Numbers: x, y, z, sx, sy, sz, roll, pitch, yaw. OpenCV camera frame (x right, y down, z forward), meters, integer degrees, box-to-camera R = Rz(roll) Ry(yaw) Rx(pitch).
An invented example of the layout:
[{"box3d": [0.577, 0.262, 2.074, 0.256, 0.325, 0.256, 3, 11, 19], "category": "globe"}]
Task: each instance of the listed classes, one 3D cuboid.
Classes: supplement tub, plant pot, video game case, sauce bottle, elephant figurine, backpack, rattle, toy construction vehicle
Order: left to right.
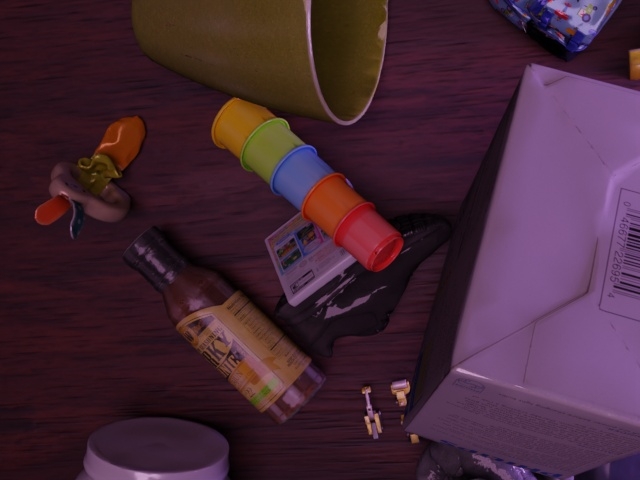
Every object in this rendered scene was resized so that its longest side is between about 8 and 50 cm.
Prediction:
[{"box3d": [-0.314, -0.093, 1.143, 0.142, 0.199, 0.130, -35, 91, 11], "category": "rattle"}, {"box3d": [-0.251, 0.453, 1.185, 0.241, 0.241, 0.331, 8, 99, 7], "category": "supplement tub"}, {"box3d": [-0.148, 0.121, 1.195, 0.344, 0.111, 0.111, 43, 101, 2], "category": "sauce bottle"}, {"box3d": [-0.093, -0.300, 1.072, 0.293, 0.275, 0.275, 7, 99, 22], "category": "plant pot"}, {"box3d": [0.000, 0.000, 1.152, 0.157, 0.143, 0.019, -37, 132, 11], "category": "video game case"}, {"box3d": [0.108, 0.263, 1.212, 0.085, 0.035, 0.098, -8, 96, 9], "category": "toy construction vehicle"}, {"box3d": [0.262, 0.339, 1.095, 0.169, 0.186, 0.239, -51, 49, 2], "category": "elephant figurine"}, {"box3d": [0.311, -0.346, 1.063, 0.173, 0.117, 0.158, 38, 100, 5], "category": "backpack"}]

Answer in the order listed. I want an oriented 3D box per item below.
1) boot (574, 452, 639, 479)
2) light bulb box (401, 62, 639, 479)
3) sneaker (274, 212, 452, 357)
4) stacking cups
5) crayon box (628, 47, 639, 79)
[{"box3d": [0.390, 0.443, 0.985, 0.146, 0.445, 0.367, 0, 97, 8], "category": "boot"}, {"box3d": [0.263, 0.059, 0.938, 0.225, 0.361, 0.358, 17, 69, 5], "category": "light bulb box"}, {"box3d": [0.076, 0.064, 1.168, 0.286, 0.109, 0.130, -33, 101, 18], "category": "sneaker"}, {"box3d": [-0.016, -0.083, 1.091, 0.316, 0.096, 0.096, 41, 102, 27], "category": "stacking cups"}, {"box3d": [0.536, -0.272, 0.973, 0.318, 0.202, 0.081, -7, 88, 20], "category": "crayon box"}]
